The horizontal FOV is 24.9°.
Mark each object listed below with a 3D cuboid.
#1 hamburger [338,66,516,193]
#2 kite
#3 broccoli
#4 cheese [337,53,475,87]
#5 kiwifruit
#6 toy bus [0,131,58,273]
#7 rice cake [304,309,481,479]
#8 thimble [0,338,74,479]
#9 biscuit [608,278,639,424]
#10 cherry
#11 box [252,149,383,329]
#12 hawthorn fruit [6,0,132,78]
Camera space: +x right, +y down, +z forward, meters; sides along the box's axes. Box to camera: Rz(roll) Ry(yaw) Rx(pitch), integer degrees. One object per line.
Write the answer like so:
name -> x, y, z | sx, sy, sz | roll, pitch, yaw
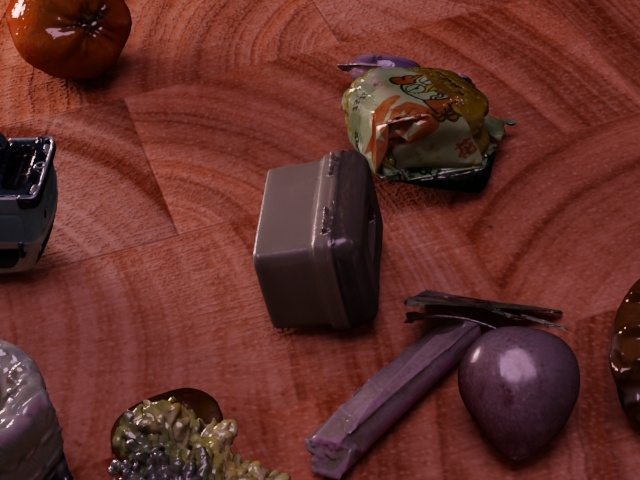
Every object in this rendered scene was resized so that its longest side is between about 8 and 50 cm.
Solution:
hamburger -> 0.150, -0.157, 1.890 | 0.235, 0.125, 0.214 | -6, 35, -7
kite -> 0.186, 0.077, 1.620 | 0.229, 0.012, 0.250 | 3, 5, -32
broccoli -> -0.136, 0.280, 1.375 | 0.247, 0.263, 0.243 | -31, 6, 15
cheese -> 0.117, -0.229, 2.013 | 0.190, 0.042, 0.105 | 7, -2, 15
kiwifruit -> -0.166, 0.200, 1.550 | 0.124, 0.075, 0.075 | -22, 43, -12
toy bus -> -0.455, -0.038, 1.787 | 0.271, 0.165, 0.133 | -1, 41, 5
rice cake -> 0.084, 0.163, 1.581 | 0.055, 0.049, 0.270 | 5, 36, 47
thimble -> -0.380, 0.208, 1.504 | 0.237, 0.150, 0.237 | -2, 40, 2
biscuit -> 0.499, 0.104, 1.553 | 0.366, 0.115, 0.268 | 7, 43, 12
cherry -> 0.179, 0.154, 1.532 | 0.188, 0.115, 0.148 | 7, 83, -1
box -> 0.000, 0.000, 1.711 | 0.129, 0.148, 0.210 | -7, 37, 11
hawthorn fruit -> -0.371, -0.319, 2.108 | 0.189, 0.189, 0.189 | -3, 40, 3
